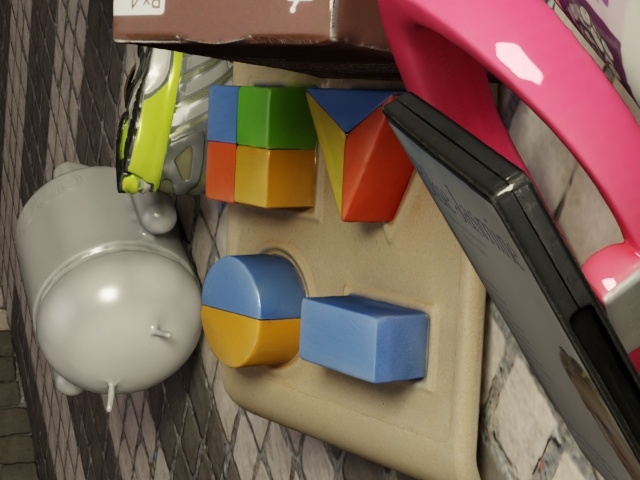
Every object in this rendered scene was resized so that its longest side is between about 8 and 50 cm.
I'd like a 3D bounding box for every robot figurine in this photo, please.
[{"bbox_3d":[-0.259,0.048,1.675,0.300,0.200,0.353,-62,34,26],"label":"robot figurine"}]

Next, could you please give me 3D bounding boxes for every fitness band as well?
[{"bbox_3d":[0.112,-0.033,0.705,0.209,0.054,0.291,56,178,27],"label":"fitness band"}]

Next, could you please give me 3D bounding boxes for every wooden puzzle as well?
[{"bbox_3d":[0.000,0.000,1.041,0.322,0.081,0.347,11,105,54],"label":"wooden puzzle"}]

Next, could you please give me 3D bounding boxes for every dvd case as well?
[{"bbox_3d":[0.120,0.049,0.687,0.253,0.022,0.180,58,179,-21],"label":"dvd case"}]

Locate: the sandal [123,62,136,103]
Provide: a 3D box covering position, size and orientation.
[{"bbox_3d":[-0.181,-0.183,1.592,0.303,0.086,0.120,144,120,-66],"label":"sandal"}]

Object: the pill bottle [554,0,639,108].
[{"bbox_3d":[0.170,-0.131,0.535,0.301,0.169,0.169,-115,29,-46],"label":"pill bottle"}]

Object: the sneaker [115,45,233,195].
[{"bbox_3d":[-0.125,-0.183,1.415,0.111,0.121,0.299,-148,72,-68],"label":"sneaker"}]

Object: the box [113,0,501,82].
[{"bbox_3d":[0.009,-0.187,0.823,0.169,0.203,0.167,7,93,37],"label":"box"}]
